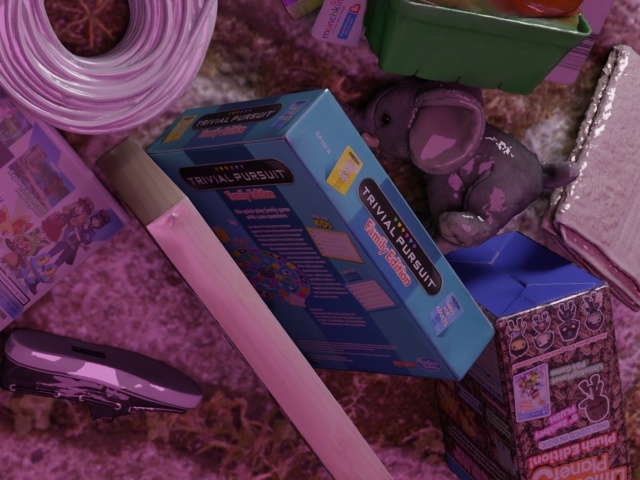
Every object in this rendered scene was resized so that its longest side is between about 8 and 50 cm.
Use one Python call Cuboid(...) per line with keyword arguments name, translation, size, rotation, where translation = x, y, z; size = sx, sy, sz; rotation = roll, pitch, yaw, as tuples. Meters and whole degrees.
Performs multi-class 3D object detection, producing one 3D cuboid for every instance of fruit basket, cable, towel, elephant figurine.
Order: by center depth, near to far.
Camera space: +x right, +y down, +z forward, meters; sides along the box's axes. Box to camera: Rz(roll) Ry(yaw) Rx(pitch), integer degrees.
Cuboid(name="cable", translation=(-0.233, -0.238, 1.544), size=(0.257, 0.089, 0.257), rotation=(14, 94, -26))
Cuboid(name="fruit basket", translation=(0.189, -0.336, 1.594), size=(0.327, 0.165, 0.353), rotation=(6, 123, -21))
Cuboid(name="towel", translation=(-0.025, -0.290, 1.662), size=(0.060, 0.009, 0.083), rotation=(-32, 114, -9))
Cuboid(name="elephant figurine", translation=(0.128, -0.116, 1.691), size=(0.186, 0.169, 0.239), rotation=(-38, 105, -26))
Cuboid(name="towel", translation=(0.369, -0.075, 1.783), size=(0.187, 0.049, 0.282), rotation=(37, 62, -26))

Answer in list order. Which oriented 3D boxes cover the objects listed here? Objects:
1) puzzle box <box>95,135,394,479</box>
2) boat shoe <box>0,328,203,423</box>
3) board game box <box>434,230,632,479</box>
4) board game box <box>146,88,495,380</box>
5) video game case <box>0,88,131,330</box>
Cuboid(name="puzzle box", translation=(-0.081, 0.088, 1.611), size=(0.052, 0.272, 0.409), rotation=(-37, 114, -6))
Cuboid(name="boat shoe", translation=(-0.246, 0.164, 1.682), size=(0.228, 0.080, 0.076), rotation=(16, 106, -22))
Cuboid(name="board game box", translation=(0.237, 0.168, 1.769), size=(0.141, 0.232, 0.291), rotation=(-16, 111, -15))
Cuboid(name="board game box", translation=(0.000, 0.000, 1.620), size=(0.079, 0.253, 0.336), rotation=(-49, 118, -28))
Cuboid(name="video game case", translation=(-0.413, -0.046, 1.583), size=(0.300, 0.036, 0.329), rotation=(-40, 114, -5))
